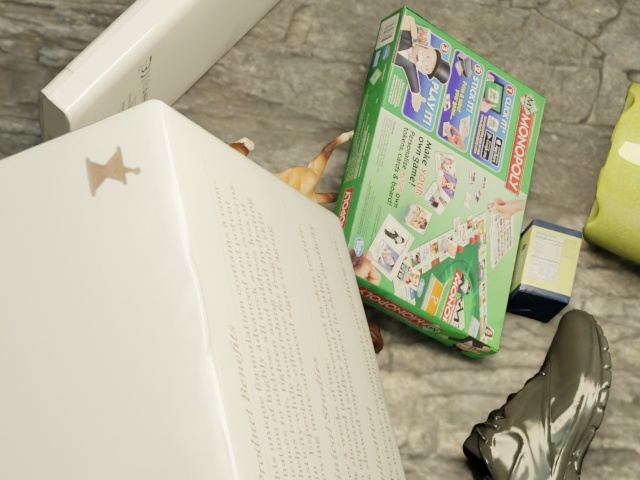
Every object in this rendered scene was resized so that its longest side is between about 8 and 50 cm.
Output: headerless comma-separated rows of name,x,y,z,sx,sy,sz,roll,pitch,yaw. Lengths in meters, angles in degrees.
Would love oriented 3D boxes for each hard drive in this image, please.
hard drive,-0.151,-0.210,1.481,0.047,0.233,0.353,41,69,7

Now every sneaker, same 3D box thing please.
sneaker,0.217,0.195,1.464,0.130,0.109,0.286,17,66,4

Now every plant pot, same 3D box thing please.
plant pot,0.424,-0.048,1.518,0.253,0.276,0.276,17,68,10

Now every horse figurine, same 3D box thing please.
horse figurine,0.000,0.000,1.472,0.174,0.066,0.263,-19,89,-34

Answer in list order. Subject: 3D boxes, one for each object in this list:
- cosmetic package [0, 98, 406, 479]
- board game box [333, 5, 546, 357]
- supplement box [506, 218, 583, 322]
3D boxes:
cosmetic package,-0.157,0.130,1.216,0.327,0.393,0.329,-19,71,17
board game box,0.126,-0.062,1.514,0.213,0.046,0.317,29,61,-28
supplement box,0.236,0.033,1.532,0.056,0.083,0.083,16,71,-3
